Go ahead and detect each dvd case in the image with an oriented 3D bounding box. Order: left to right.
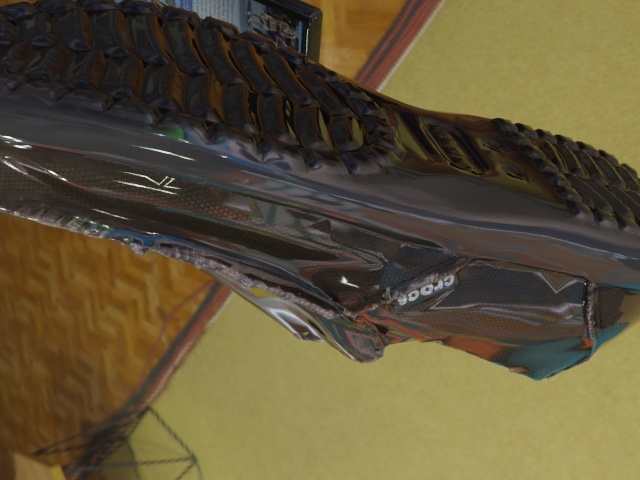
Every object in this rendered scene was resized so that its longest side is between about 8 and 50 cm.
[{"bbox_3d":[-0.105,-0.165,0.852,0.253,0.022,0.180,30,135,27],"label":"dvd case"}]

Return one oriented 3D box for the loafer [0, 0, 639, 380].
[{"bbox_3d":[0.000,0.000,0.428,0.134,0.366,0.130,-103,32,-57],"label":"loafer"}]
